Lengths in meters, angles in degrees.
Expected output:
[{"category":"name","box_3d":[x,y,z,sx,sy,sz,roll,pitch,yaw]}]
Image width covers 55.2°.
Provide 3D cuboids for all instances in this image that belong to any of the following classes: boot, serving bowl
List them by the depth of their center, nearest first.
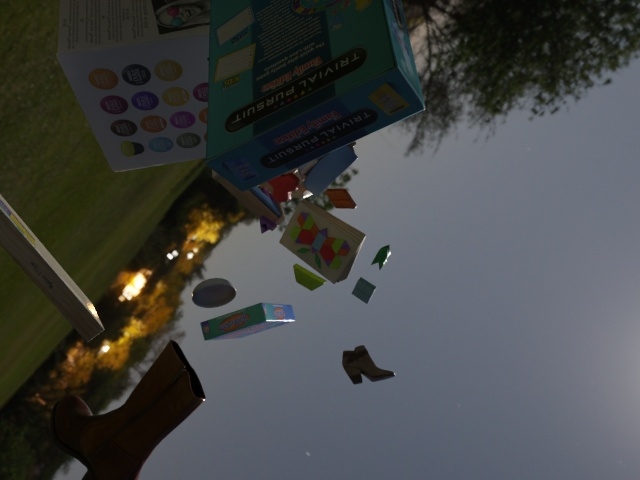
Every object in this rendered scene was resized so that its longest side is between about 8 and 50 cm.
[{"category":"boot","box_3d":[-0.352,0.290,1.093,0.280,0.096,0.264,-53,-136,6]},{"category":"serving bowl","box_3d":[-0.202,0.095,1.154,0.083,0.083,0.027,-41,-130,30]},{"category":"boot","box_3d":[0.110,0.289,1.441,0.042,0.118,0.087,108,-27,-55]}]

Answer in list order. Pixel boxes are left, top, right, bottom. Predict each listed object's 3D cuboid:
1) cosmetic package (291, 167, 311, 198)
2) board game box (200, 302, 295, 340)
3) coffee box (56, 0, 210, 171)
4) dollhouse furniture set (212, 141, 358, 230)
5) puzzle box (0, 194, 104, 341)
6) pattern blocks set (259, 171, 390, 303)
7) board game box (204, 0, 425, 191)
[{"category":"cosmetic package","box_3d":[-0.103,-0.288,1.802,0.160,0.310,0.113,7,-163,22]},{"category":"board game box","box_3d":[-0.169,0.196,1.479,0.160,0.047,0.210,-19,167,14]},{"category":"coffee box","box_3d":[-0.321,-0.393,1.267,0.334,0.338,0.338,-10,150,-6]},{"category":"dollhouse furniture set","box_3d":[-0.089,-0.229,1.507,0.303,0.198,0.286,-41,-154,10]},{"category":"puzzle box","box_3d":[-0.679,0.045,1.460,0.052,0.409,0.272,-39,-158,-15]},{"category":"pattern blocks set","box_3d":[0.000,0.000,1.390,0.026,0.324,0.286,-43,151,-51]},{"category":"board game box","box_3d":[-0.022,-0.257,0.779,0.253,0.079,0.336,-21,-125,24]}]
